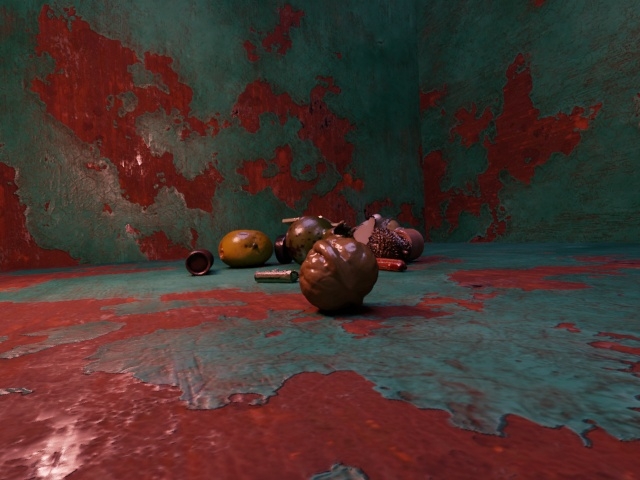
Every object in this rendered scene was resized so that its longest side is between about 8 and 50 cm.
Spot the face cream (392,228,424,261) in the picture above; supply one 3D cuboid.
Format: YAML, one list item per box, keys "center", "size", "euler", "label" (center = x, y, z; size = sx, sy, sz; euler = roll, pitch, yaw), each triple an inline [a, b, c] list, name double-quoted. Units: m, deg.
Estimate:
- center: [0.380, 0.022, 1.832]
  size: [0.104, 0.149, 0.149]
  euler: [-5, 2, -44]
  label: "face cream"

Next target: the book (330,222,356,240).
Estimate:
- center: [0.104, 0.015, 1.848]
  size: [0.160, 0.228, 0.024]
  euler: [-1, 40, 46]
  label: "book"

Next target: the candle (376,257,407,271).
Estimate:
- center: [0.214, 0.088, 1.527]
  size: [0.051, 0.048, 0.329]
  euler: [-18, 9, -26]
  label: "candle"

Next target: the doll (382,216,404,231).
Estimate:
- center: [0.355, -0.016, 2.524]
  size: [0.350, 0.247, 0.247]
  euler: [-10, -3, 37]
  label: "doll"

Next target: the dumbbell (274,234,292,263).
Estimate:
- center: [-0.110, 0.041, 2.059]
  size: [0.218, 0.152, 0.152]
  euler: [-3, 1, 20]
  label: "dumbbell"

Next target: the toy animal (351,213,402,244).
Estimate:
- center: [0.309, 0.002, 2.003]
  size: [0.357, 0.194, 0.258]
  euler: [2, -45, -47]
  label: "toy animal"

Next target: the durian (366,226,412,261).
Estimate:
- center: [0.297, 0.027, 1.705]
  size: [0.196, 0.166, 0.196]
  euler: [5, 16, -1]
  label: "durian"

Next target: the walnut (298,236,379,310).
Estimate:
- center: [0.034, 0.065, 0.778]
  size: [0.167, 0.149, 0.166]
  euler: [-25, 23, 11]
  label: "walnut"

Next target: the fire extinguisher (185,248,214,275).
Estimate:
- center: [-0.538, 0.100, 1.776]
  size: [0.138, 0.102, 0.344]
  euler: [-38, 8, -10]
  label: "fire extinguisher"

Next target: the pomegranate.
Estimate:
- center: [0.006, 0.001, 1.725]
  size: [0.306, 0.242, 0.242]
  euler: [-5, 0, 20]
  label: "pomegranate"

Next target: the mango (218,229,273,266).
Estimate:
- center: [-0.362, 0.052, 2.021]
  size: [0.253, 0.182, 0.365]
  euler: [-6, -10, 5]
  label: "mango"

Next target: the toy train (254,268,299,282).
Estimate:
- center: [-0.136, 0.112, 1.277]
  size: [0.148, 0.038, 0.071]
  euler: [-3, 0, 28]
  label: "toy train"

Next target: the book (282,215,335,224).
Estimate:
- center: [-0.021, -0.066, 1.957]
  size: [0.208, 0.020, 0.295]
  euler: [-3, -13, 26]
  label: "book"
